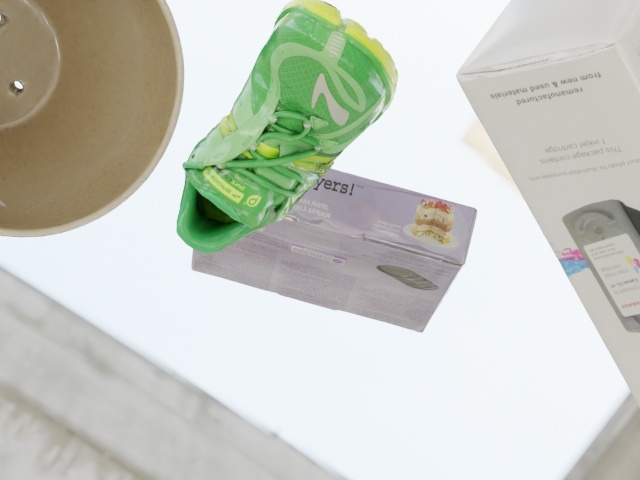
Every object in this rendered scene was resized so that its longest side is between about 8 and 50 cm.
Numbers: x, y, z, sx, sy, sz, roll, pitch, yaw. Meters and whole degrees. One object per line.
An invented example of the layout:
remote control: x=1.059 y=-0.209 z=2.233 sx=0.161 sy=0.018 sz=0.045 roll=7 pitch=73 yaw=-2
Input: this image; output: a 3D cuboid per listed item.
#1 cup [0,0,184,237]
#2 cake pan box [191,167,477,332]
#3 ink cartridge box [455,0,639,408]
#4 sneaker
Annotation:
cup: x=-0.339 y=-0.185 z=1.950 sx=0.331 sy=0.331 sz=0.237 roll=27 pitch=180 yaw=-24
cake pan box: x=0.000 y=0.000 z=1.737 sx=0.267 sy=0.070 sz=0.246 roll=15 pitch=160 yaw=1
ink cartridge box: x=0.249 y=-0.060 z=1.215 sx=0.306 sy=0.131 sz=0.226 roll=57 pitch=-134 yaw=-24
sneaker: x=-0.031 y=-0.073 z=1.368 sx=0.109 sy=0.295 sz=0.123 roll=32 pitch=-124 yaw=-3
